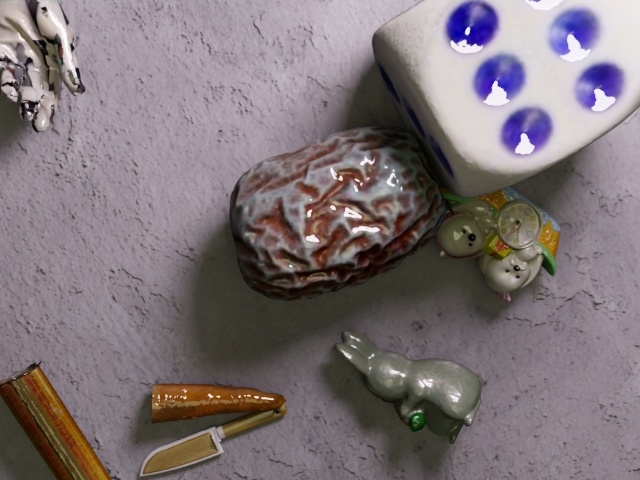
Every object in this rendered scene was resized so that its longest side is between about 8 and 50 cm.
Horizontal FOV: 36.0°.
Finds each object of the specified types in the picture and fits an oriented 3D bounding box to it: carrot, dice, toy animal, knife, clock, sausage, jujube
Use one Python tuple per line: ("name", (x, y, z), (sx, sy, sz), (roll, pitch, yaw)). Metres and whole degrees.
("carrot", (-0.157, 0.250, 1.528), (0.210, 0.061, 0.061), (-1, 98, -6))
("dice", (0.256, -0.246, 1.356), (0.304, 0.304, 0.276), (-29, 98, 1))
("toy animal", (0.134, 0.218, 1.528), (0.236, 0.108, 0.138), (27, 53, 14))
("knife", (-0.170, 0.318, 1.553), (0.256, 0.022, 0.046), (-22, 102, 0))
("clock", (0.261, -0.007, 1.491), (0.231, 0.103, 0.144), (35, 86, -8))
("sausage", (-0.370, 0.357, 1.524), (0.082, 0.082, 0.371), (-29, 99, 1))
("jujube", (0.023, -0.041, 1.414), (0.317, 0.226, 0.226), (-19, 98, 3))

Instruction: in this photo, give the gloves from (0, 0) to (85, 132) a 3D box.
("gloves", (-0.416, -0.261, 1.421), (0.128, 0.111, 0.212), (-6, 96, -27))
